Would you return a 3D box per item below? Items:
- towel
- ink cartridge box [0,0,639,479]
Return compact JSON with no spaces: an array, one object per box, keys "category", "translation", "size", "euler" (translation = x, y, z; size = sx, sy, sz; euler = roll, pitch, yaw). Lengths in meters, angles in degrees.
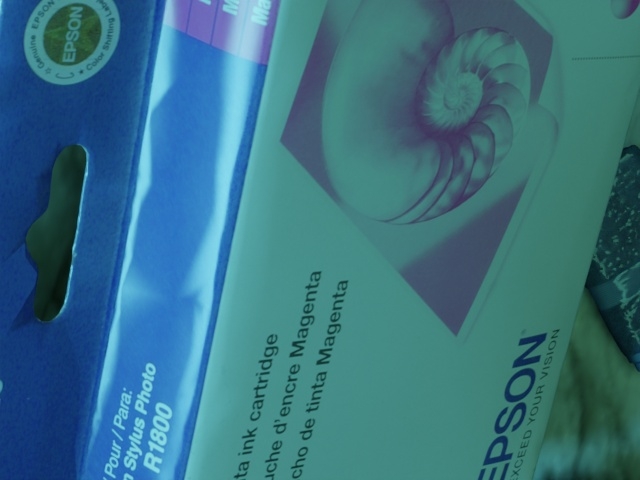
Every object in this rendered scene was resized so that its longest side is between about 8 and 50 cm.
[{"category":"towel","translation":[0.176,0.011,0.951],"size":[0.067,0.029,0.119],"euler":[-31,99,-4]},{"category":"ink cartridge box","translation":[0.000,0.000,0.785],"size":[0.330,0.071,0.324],"euler":[-8,120,-38]}]
